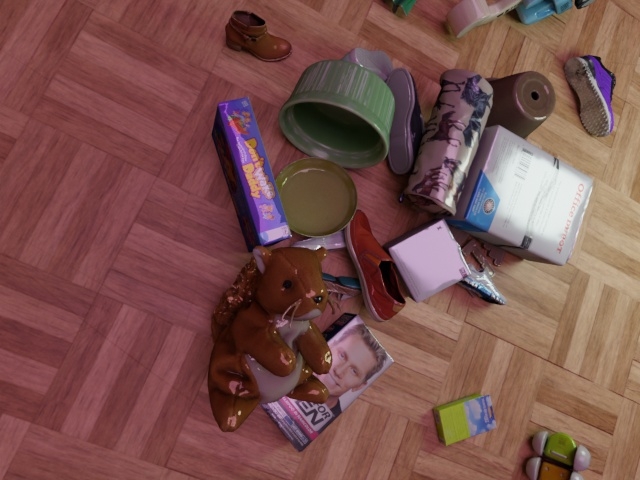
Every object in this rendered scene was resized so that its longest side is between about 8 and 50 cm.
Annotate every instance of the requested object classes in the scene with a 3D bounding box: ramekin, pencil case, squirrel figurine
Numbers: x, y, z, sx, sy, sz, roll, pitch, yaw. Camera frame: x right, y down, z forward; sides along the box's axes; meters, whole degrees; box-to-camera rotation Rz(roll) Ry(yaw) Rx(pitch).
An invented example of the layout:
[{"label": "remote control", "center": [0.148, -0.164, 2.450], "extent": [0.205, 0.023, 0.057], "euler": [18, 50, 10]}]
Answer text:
[{"label": "ramekin", "center": [0.053, -0.335, 1.282], "extent": [0.303, 0.303, 0.148], "euler": [24, 72, -13]}, {"label": "pencil case", "center": [0.356, -0.274, 1.352], "extent": [0.159, 0.183, 0.411], "euler": [21, 84, -21]}, {"label": "squirrel figurine", "center": [-0.124, 0.158, 1.115], "extent": [0.280, 0.397, 0.371], "euler": [0, 117, -30]}]

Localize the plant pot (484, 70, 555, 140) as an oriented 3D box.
[{"label": "plant pot", "center": [0.585, -0.403, 1.474], "extent": [0.262, 0.229, 0.263], "euler": [2, 84, -17]}]

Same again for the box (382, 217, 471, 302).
[{"label": "box", "center": [0.303, 0.055, 1.382], "extent": [0.181, 0.119, 0.181], "euler": [-28, 92, 0]}]

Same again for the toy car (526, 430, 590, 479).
[{"label": "toy car", "center": [0.735, 0.684, 1.470], "extent": [0.136, 0.159, 0.182], "euler": [31, 74, -47]}]

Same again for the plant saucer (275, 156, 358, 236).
[{"label": "plant saucer", "center": [-0.016, -0.118, 1.346], "extent": [0.240, 0.037, 0.241], "euler": [2, 72, -5]}]

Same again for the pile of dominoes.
[{"label": "pile of dominoes", "center": [0.467, 0.023, 1.510], "extent": [0.196, 0.040, 0.251], "euler": [-42, 105, -16]}]

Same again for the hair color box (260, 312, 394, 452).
[{"label": "hair color box", "center": [0.011, 0.372, 1.295], "extent": [0.347, 0.105, 0.174], "euler": [-40, 97, -17]}]

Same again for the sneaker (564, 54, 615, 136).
[{"label": "sneaker", "center": [0.974, -0.512, 1.663], "extent": [0.146, 0.102, 0.294], "euler": [-20, 90, -18]}]

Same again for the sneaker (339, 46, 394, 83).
[{"label": "sneaker", "center": [0.114, -0.493, 1.420], "extent": [0.255, 0.151, 0.094], "euler": [-7, 83, -52]}]

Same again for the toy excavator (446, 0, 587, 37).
[{"label": "toy excavator", "center": [0.666, -0.794, 1.555], "extent": [0.433, 0.445, 0.223], "euler": [-30, 93, -58]}]

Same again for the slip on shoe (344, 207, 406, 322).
[{"label": "slip on shoe", "center": [0.153, 0.057, 1.331], "extent": [0.123, 0.101, 0.332], "euler": [11, 57, -50]}]

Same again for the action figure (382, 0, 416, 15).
[{"label": "action figure", "center": [0.296, -0.820, 1.515], "extent": [0.232, 0.063, 0.137], "euler": [-44, 96, -12]}]

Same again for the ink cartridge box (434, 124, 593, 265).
[{"label": "ink cartridge box", "center": [0.582, -0.123, 1.437], "extent": [0.394, 0.166, 0.286], "euler": [22, 87, -20]}]

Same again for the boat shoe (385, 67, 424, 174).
[{"label": "boat shoe", "center": [0.251, -0.350, 1.418], "extent": [0.091, 0.114, 0.303], "euler": [-15, 111, -43]}]

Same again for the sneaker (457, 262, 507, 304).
[{"label": "sneaker", "center": [0.508, 0.132, 1.470], "extent": [0.190, 0.071, 0.083], "euler": [33, 73, -19]}]

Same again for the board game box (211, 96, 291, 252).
[{"label": "board game box", "center": [-0.184, -0.152, 1.222], "extent": [0.078, 0.233, 0.348], "euler": [-17, 90, -17]}]

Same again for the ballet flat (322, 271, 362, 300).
[{"label": "ballet flat", "center": [0.043, 0.133, 1.357], "extent": [0.206, 0.073, 0.067], "euler": [14, 108, -12]}]

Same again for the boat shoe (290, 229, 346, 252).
[{"label": "boat shoe", "center": [0.000, 0.000, 1.351], "extent": [0.184, 0.066, 0.063], "euler": [-8, 77, -16]}]

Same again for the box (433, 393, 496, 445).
[{"label": "box", "center": [0.432, 0.532, 1.435], "extent": [0.178, 0.042, 0.109], "euler": [-11, 89, -17]}]

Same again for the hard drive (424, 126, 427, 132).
[{"label": "hard drive", "center": [0.361, -0.317, 1.507], "extent": [0.135, 0.022, 0.094], "euler": [-28, 93, -17]}]

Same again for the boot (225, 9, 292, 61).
[{"label": "boot", "center": [-0.160, -0.560, 1.309], "extent": [0.197, 0.152, 0.073], "euler": [0, 84, -16]}]
